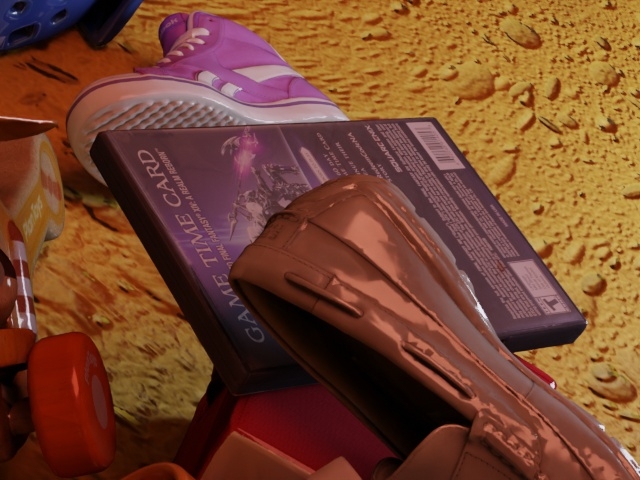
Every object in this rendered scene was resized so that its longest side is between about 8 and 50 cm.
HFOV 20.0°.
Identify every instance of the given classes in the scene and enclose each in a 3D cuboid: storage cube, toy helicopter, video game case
[{"bbox_3d":[0.013,0.155,1.118,0.215,0.183,0.193,31,36,-5],"label":"storage cube"},{"bbox_3d":[-0.211,-0.005,1.126,0.140,0.235,0.355,-12,20,5],"label":"toy helicopter"},{"bbox_3d":[0.015,0.000,1.124,0.274,0.026,0.196,-6,50,-38],"label":"video game case"}]

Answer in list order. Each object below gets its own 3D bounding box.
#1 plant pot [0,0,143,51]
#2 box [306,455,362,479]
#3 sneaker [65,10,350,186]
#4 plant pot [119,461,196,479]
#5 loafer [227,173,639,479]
[{"bbox_3d":[-0.225,-0.296,1.429,0.212,0.236,0.236,-1,48,-49],"label":"plant pot"},{"bbox_3d":[0.077,0.263,1.001,0.324,0.063,0.067,56,-6,-22],"label":"box"},{"bbox_3d":[-0.115,-0.115,1.420,0.282,0.102,0.161,2,42,-52],"label":"sneaker"},{"bbox_3d":[-0.072,0.253,0.943,0.188,0.205,0.205,42,33,-15],"label":"plant pot"},{"bbox_3d":[0.075,0.110,0.980,0.111,0.112,0.319,-37,81,-31],"label":"loafer"}]
